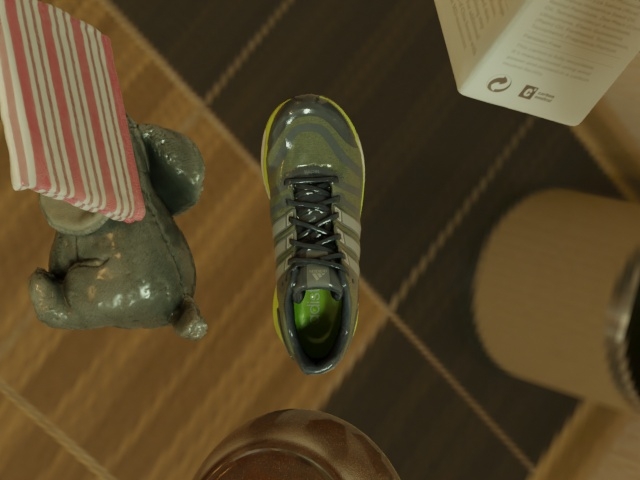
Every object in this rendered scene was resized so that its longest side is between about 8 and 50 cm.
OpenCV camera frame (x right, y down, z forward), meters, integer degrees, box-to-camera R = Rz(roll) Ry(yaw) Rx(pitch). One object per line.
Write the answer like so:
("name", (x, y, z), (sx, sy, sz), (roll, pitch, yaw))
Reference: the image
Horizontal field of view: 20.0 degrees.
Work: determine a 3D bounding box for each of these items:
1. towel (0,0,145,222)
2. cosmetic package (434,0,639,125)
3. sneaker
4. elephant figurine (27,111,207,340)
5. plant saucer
("towel", (-0.180, -0.090, 1.249), (0.197, 0.029, 0.144), (20, 56, -71))
("cosmetic package", (0.298, -0.359, 1.864), (0.161, 0.230, 0.453), (13, 135, -25))
("sneaker", (0.000, 0.000, 1.843), (0.111, 0.121, 0.300), (-6, 109, -3))
("elephant figurine", (-0.191, -0.048, 1.608), (0.186, 0.169, 0.240), (0, 105, -1))
("plant saucer", (-0.041, 0.330, 1.897), (0.050, 0.310, 0.311), (13, 92, -56))
